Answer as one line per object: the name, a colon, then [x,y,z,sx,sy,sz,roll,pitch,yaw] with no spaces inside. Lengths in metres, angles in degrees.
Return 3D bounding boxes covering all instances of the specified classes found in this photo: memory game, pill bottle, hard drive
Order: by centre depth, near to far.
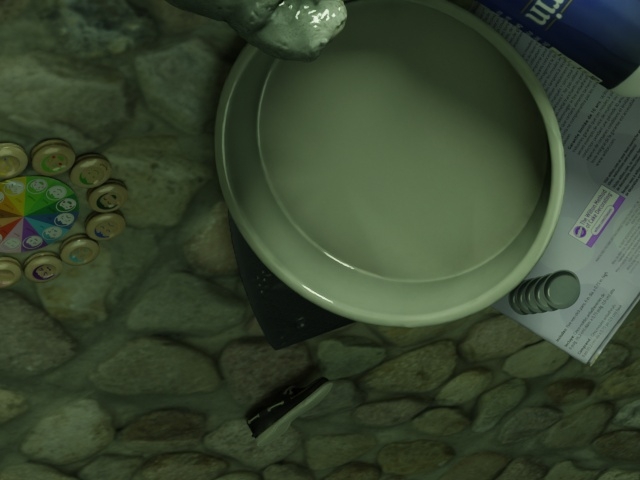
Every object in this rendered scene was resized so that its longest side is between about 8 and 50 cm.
pill bottle: [0.211,-0.198,0.881,0.264,0.153,0.153,33,126,-2]
memory game: [-0.258,-0.019,1.075,0.186,0.012,0.186,-15,144,-11]
hard drive: [0.000,0.000,1.203,0.172,0.054,0.255,-19,143,-5]

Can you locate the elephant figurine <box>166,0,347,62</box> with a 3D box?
elephant figurine: [-0.010,-0.256,0.822,0.169,0.186,0.239,33,114,0]

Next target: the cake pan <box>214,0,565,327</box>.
cake pan: [0.057,-0.069,1.010,0.293,0.293,0.054,-48,-179,30]

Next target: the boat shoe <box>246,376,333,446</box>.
boat shoe: [-0.038,0.193,1.441,0.125,0.038,0.046,-44,159,27]

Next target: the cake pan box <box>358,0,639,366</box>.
cake pan box: [0.191,-0.061,1.034,0.245,0.070,0.267,29,122,4]
